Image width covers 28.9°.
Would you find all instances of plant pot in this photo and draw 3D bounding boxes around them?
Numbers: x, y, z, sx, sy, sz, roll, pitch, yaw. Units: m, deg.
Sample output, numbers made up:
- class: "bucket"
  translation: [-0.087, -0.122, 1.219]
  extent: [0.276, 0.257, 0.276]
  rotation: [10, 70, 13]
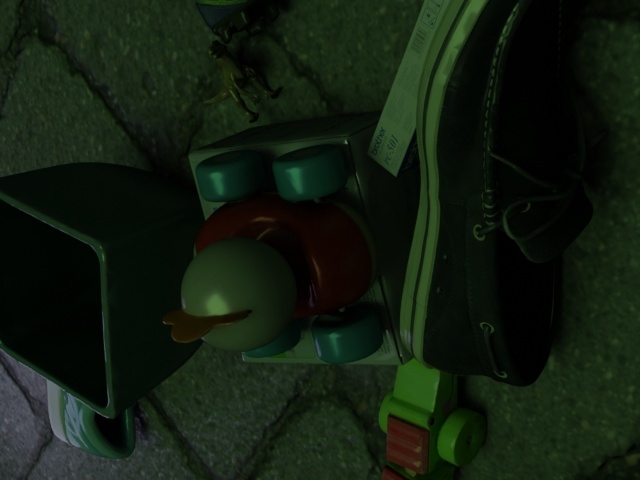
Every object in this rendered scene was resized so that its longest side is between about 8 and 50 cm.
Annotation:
- class: "plant pot"
  translation: [-0.257, 0.031, 1.601]
  extent: [0.247, 0.252, 0.247]
  rotation: [24, 125, 35]

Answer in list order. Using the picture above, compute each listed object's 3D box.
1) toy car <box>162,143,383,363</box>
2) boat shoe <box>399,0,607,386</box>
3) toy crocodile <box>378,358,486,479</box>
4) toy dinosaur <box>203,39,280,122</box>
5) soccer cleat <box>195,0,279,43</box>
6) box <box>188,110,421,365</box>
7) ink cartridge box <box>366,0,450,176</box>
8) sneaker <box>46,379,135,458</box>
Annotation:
- class: "toy car"
  translation: [-0.081, 0.042, 1.245]
  extent: [0.210, 0.238, 0.219]
  rotation: [0, 109, 37]
- class: "boat shoe"
  translation: [0.184, -0.060, 1.182]
  extent: [0.156, 0.187, 0.500]
  rotation: [26, 131, 28]
- class: "toy crocodile"
  translation: [0.115, 0.275, 1.464]
  extent: [0.115, 0.105, 0.341]
  rotation: [23, 124, 35]
- class: "toy dinosaur"
  translation: [-0.098, -0.189, 1.482]
  extent: [0.092, 0.053, 0.183]
  rotation: [43, 167, 7]
- class: "soccer cleat"
  translation: [-0.055, -0.324, 1.344]
  extent: [0.289, 0.093, 0.121]
  rotation: [-34, 82, 48]
- class: "box"
  translation: [0.000, 0.000, 1.405]
  extent: [0.231, 0.126, 0.262]
  rotation: [-4, 107, 37]
- class: "ink cartridge box"
  translation: [0.120, -0.168, 1.244]
  extent: [0.046, 0.097, 0.207]
  rotation: [40, 132, 22]
- class: "sneaker"
  translation: [-0.331, 0.171, 1.851]
  extent: [0.150, 0.135, 0.366]
  rotation: [18, 130, 29]
